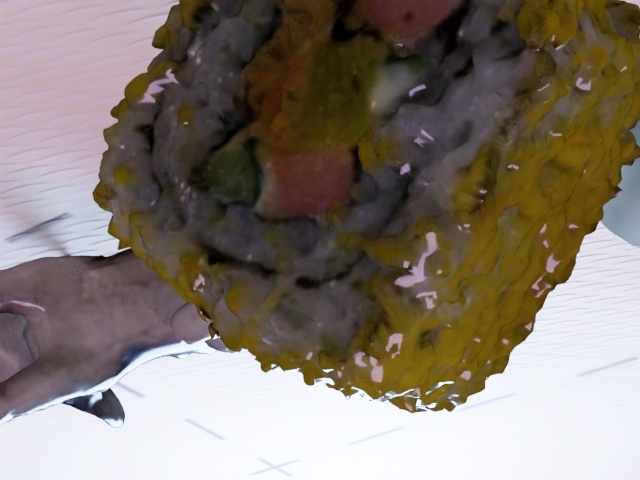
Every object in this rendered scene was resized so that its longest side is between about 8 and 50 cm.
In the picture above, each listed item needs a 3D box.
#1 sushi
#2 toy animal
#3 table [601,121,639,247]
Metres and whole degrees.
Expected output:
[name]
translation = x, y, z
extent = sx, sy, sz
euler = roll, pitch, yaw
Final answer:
[sushi]
translation = 0.031, -0.097, 1.058
extent = 0.240, 0.351, 0.396
euler = 17, 104, -58
[toy animal]
translation = -0.211, 0.084, 1.510
extent = 0.344, 0.194, 0.302
euler = -20, 170, 1
[table]
translation = 0.341, -0.098, 1.348
extent = 0.126, 0.126, 0.220
euler = 3, 149, -11
